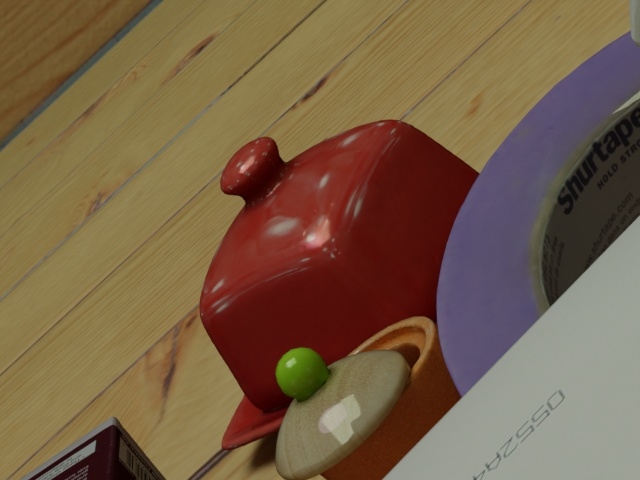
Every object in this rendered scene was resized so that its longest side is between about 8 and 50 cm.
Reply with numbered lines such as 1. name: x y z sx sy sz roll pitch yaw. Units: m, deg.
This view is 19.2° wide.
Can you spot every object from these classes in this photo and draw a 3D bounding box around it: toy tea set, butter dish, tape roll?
1. toy tea set: 0.110 -0.029 0.705 0.336 0.124 0.200 -46 16 -9
2. butter dish: 0.000 0.000 0.911 0.160 0.118 0.160 -29 21 43
3. tape roll: 0.132 0.013 0.523 0.189 0.080 0.189 -24 36 19

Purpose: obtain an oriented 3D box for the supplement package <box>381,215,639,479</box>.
1. supplement package: 0.081 0.116 0.333 0.262 0.145 0.204 -47 15 7

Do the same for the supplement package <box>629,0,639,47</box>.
1. supplement package: 0.141 -0.118 0.401 0.139 0.134 0.244 5 15 9

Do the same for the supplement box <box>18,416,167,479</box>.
1. supplement box: -0.122 0.180 0.808 0.130 0.073 0.239 -34 17 8
